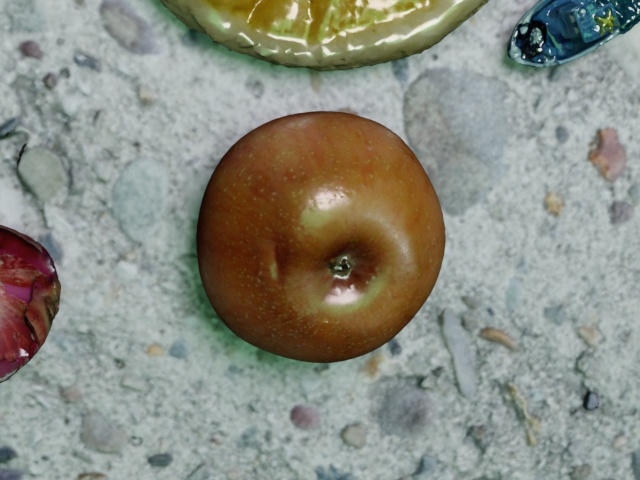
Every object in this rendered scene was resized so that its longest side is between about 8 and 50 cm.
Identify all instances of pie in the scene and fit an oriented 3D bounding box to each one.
[{"bbox_3d":[0.008,-0.285,0.902,0.339,0.077,0.339,-2,103,-10],"label":"pie"}]

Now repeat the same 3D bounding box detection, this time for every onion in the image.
[{"bbox_3d":[-0.272,0.068,0.926,0.150,0.150,0.140,-1,140,-10],"label":"onion"}]

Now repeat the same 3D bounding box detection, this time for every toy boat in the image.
[{"bbox_3d":[0.211,-0.180,0.972,0.137,0.061,0.060,-24,107,-3],"label":"toy boat"}]

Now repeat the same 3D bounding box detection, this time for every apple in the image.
[{"bbox_3d":[0.000,0.000,0.926,0.201,0.162,0.201,-2,102,-11],"label":"apple"}]
